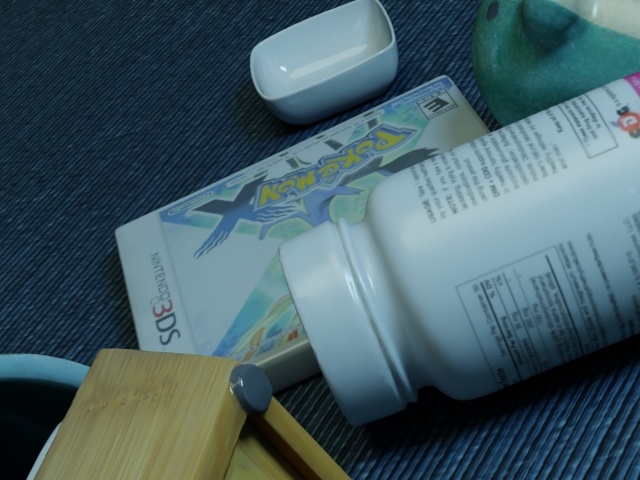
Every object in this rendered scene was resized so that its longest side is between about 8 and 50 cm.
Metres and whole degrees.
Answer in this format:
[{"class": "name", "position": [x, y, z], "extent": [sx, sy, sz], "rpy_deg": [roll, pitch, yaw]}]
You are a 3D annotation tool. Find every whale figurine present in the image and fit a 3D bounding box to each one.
[{"class": "whale figurine", "position": [0.223, -0.119, 1.188], "extent": [0.272, 0.216, 0.141], "rpy_deg": [30, 96, 53]}]

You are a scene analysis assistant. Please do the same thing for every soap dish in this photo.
[{"class": "soap dish", "position": [-0.023, 0.210, 0.722], "extent": [0.118, 0.291, 0.229], "rpy_deg": [-28, 25, 31]}]

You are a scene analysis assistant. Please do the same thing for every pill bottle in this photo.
[{"class": "pill bottle", "position": [0.126, 0.009, 1.058], "extent": [0.283, 0.160, 0.160], "rpy_deg": [-22, 30, 4]}]

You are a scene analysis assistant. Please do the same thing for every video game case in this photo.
[{"class": "video game case", "position": [0.000, 0.000, 1.287], "extent": [0.329, 0.036, 0.300], "rpy_deg": [-25, 30, 0]}]

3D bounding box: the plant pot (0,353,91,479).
[{"class": "plant pot", "position": [-0.262, 0.229, 0.863], "extent": [0.334, 0.341, 0.341], "rpy_deg": [-3, 36, 46]}]

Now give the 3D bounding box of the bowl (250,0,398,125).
[{"class": "bowl", "position": [0.008, -0.164, 1.520], "extent": [0.142, 0.053, 0.142], "rpy_deg": [-22, 30, 4]}]
